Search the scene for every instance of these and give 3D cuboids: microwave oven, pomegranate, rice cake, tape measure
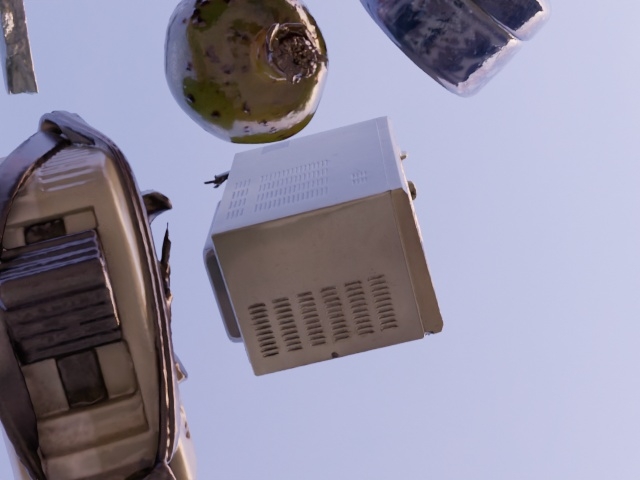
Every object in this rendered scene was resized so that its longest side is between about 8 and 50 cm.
[{"bbox_3d":[0.000,0.000,0.942,0.193,0.240,0.145,-17,-70,6],"label":"microwave oven"},{"bbox_3d":[-0.048,-0.131,0.748,0.130,0.130,0.130,1,-92,-21],"label":"pomegranate"},{"bbox_3d":[-0.278,-0.217,0.925,0.030,0.042,0.180,-12,-79,-22],"label":"rice cake"},{"bbox_3d":[-0.148,0.039,0.666,0.133,0.271,0.232,-13,-75,-8],"label":"tape measure"}]

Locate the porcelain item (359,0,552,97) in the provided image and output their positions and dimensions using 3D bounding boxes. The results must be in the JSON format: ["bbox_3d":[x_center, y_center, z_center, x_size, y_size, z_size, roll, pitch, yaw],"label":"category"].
[{"bbox_3d":[0.116,-0.209,0.891,0.147,0.147,0.114,38,-67,-16],"label":"porcelain item"}]
